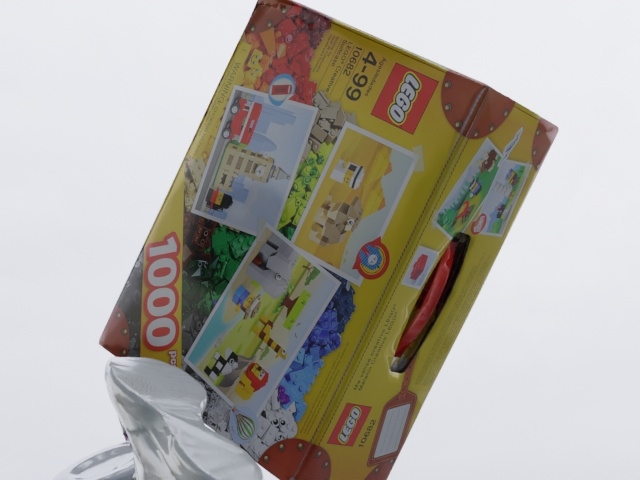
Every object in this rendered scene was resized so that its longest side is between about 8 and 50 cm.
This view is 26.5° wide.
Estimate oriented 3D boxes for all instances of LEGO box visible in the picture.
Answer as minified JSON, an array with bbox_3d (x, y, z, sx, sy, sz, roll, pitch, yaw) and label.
[{"bbox_3d":[0.000,0.000,1.669,0.372,0.500,0.193,29,7,36],"label":"LEGO box"}]

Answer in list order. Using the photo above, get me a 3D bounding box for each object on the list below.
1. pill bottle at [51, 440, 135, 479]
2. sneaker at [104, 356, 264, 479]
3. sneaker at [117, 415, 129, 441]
[{"bbox_3d":[-0.172,0.317,1.332,0.124,0.222,0.124,-18,9,3],"label":"pill bottle"},{"bbox_3d":[-0.118,0.162,1.004,0.080,0.212,0.094,10,-71,-31],"label":"sneaker"},{"bbox_3d":[-0.249,0.358,2.110,0.102,0.282,0.161,-37,-11,20],"label":"sneaker"}]
